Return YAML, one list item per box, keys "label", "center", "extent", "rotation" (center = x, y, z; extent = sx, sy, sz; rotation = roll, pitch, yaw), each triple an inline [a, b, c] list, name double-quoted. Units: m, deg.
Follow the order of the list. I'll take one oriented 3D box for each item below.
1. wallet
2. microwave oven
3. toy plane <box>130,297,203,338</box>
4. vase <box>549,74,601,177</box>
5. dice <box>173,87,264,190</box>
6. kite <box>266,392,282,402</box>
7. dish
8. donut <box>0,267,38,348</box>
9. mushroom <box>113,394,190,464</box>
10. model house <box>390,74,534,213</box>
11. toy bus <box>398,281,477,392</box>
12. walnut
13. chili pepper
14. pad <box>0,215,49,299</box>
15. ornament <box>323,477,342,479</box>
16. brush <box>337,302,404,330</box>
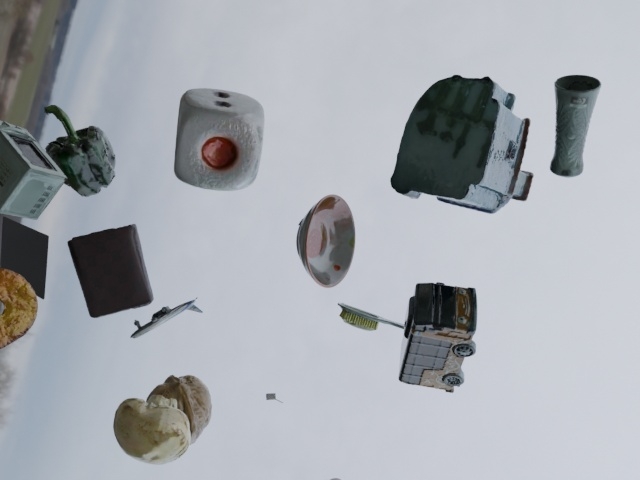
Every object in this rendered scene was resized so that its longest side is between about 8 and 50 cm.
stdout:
- label: "wallet"
  center: [-0.561, 0.084, 1.672]
  extent: [0.049, 0.182, 0.229]
  rotation: [-170, -114, -71]
- label: "microwave oven"
  center: [-0.748, -0.172, 1.511]
  extent: [0.208, 0.122, 0.162]
  rotation: [44, -79, 21]
- label: "toy plane"
  center: [-0.467, 0.230, 1.857]
  extent: [0.058, 0.226, 0.226]
  rotation: [67, -26, 6]
- label: "vase"
  center: [0.567, -0.252, 1.397]
  extent: [0.096, 0.096, 0.219]
  rotation: [-115, -166, -54]
- label: "dice"
  center: [-0.235, -0.233, 1.425]
  extent: [0.192, 0.194, 0.193]
  rotation: [-104, -158, -59]
- label: "kite"
  center: [-0.167, 0.577, 2.276]
  extent: [0.002, 0.078, 0.044]
  rotation: [-100, -150, -55]
- label: "dish"
  center: [0.000, 0.000, 1.741]
  extent: [0.085, 0.260, 0.260]
  rotation: [4, -101, 33]
- label: "donut"
  center: [-0.565, 0.120, 1.051]
  extent: [0.058, 0.152, 0.152]
  rotation: [-23, -123, 52]
- label: "mushroom"
  center: [-0.290, 0.326, 1.073]
  extent: [0.148, 0.148, 0.112]
  rotation: [-38, -144, 53]
- label: "model house"
  center: [0.394, -0.217, 1.541]
  extent: [0.251, 0.329, 0.295]
  rotation: [15, -86, 46]
- label: "toy bus"
  center: [0.278, 0.232, 1.481]
  extent: [0.275, 0.167, 0.138]
  rotation: [95, 6, -47]
- label: "walnut"
  center: [-0.410, 0.491, 1.787]
  extent: [0.198, 0.198, 0.245]
  rotation: [-107, -155, -49]
- label: "chili pepper"
  center: [-0.693, -0.258, 1.753]
  extent: [0.165, 0.174, 0.261]
  rotation: [-116, -174, -53]
- label: "pad"
  center: [-0.759, 0.040, 1.579]
  extent: [0.243, 0.004, 0.164]
  rotation: [17, -77, 37]
- label: "ornament"
  center: [0.043, 0.857, 1.971]
  extent: [0.177, 0.177, 0.177]
  rotation: [-41, -139, 51]
- label: "brush"
  center: [0.184, 0.268, 1.969]
  extent: [0.068, 0.297, 0.060]
  rotation: [-140, -111, -79]
